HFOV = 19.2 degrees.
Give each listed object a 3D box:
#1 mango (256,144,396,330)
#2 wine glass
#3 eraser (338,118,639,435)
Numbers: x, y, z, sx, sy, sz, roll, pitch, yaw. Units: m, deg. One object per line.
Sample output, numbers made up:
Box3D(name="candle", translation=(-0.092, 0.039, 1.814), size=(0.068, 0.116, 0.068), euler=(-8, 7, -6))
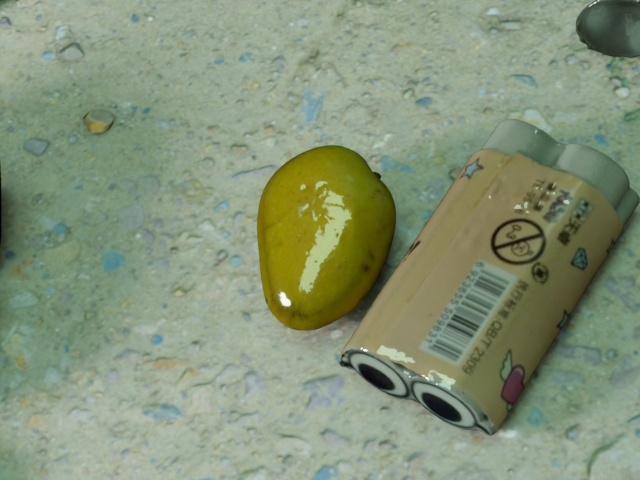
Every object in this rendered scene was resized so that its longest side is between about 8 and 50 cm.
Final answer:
Box3D(name="mango", translation=(0.000, 0.000, 1.838), size=(0.137, 0.098, 0.195), euler=(11, 67, 17))
Box3D(name="wine glass", translation=(0.319, -0.303, 1.965), size=(0.103, 0.103, 0.222), euler=(-1, 57, 13))
Box3D(name="eraser", translation=(0.160, 0.028, 1.786), size=(0.171, 0.087, 0.290), euler=(24, 65, 24))
